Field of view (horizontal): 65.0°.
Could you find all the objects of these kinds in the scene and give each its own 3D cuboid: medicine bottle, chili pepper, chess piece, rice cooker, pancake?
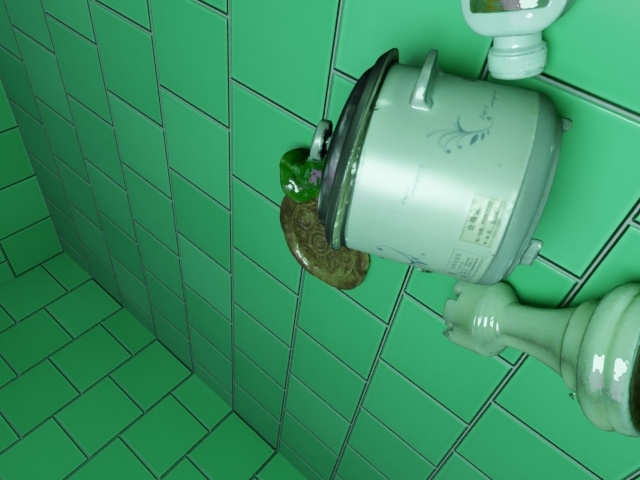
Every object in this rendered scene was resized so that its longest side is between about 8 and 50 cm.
[{"bbox_3d":[0.216,-0.299,0.551,0.121,0.083,0.229,14,130,37],"label":"medicine bottle"},{"bbox_3d":[0.021,-0.128,0.899,0.270,0.099,0.136,-6,139,43],"label":"chili pepper"},{"bbox_3d":[0.329,0.137,0.730,0.299,0.194,0.194,12,129,54],"label":"chess piece"},{"bbox_3d":[0.130,-0.088,0.636,0.317,0.264,0.316,14,141,12],"label":"rice cooker"},{"bbox_3d":[0.001,-0.001,1.078,0.250,0.031,0.250,28,139,28],"label":"pancake"}]

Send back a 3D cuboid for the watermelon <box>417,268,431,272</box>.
[{"bbox_3d":[0.206,-0.022,0.832,0.158,0.121,0.098,-101,10,-68],"label":"watermelon"}]
